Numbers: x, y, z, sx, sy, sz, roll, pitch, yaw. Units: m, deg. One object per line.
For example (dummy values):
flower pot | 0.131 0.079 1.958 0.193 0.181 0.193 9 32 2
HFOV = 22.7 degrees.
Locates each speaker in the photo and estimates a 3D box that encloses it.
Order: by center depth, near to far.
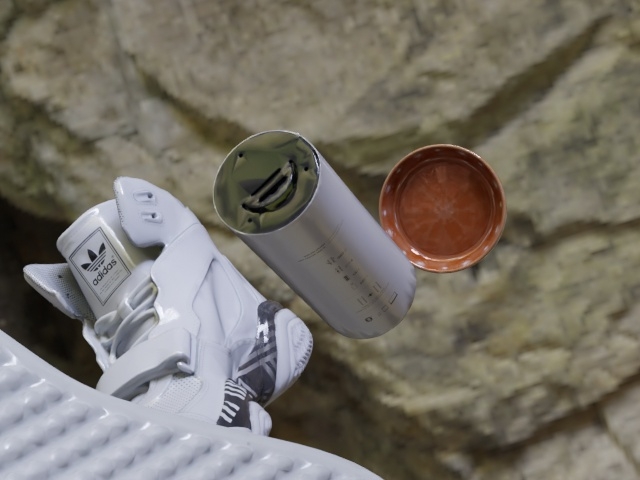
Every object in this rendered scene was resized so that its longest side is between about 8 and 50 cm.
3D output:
speaker | 0.000 0.000 0.774 0.136 0.055 0.055 46 24 -57

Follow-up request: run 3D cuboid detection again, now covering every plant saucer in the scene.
plant saucer | 0.080 -0.020 1.033 0.013 0.083 0.083 -6 78 -73

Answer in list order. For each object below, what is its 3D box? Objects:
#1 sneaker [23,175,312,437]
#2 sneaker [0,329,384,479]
sneaker | -0.137 0.082 1.184 0.210 0.137 0.366 47 20 -4
sneaker | -0.122 0.107 0.556 0.127 0.321 0.126 -53 -160 35
